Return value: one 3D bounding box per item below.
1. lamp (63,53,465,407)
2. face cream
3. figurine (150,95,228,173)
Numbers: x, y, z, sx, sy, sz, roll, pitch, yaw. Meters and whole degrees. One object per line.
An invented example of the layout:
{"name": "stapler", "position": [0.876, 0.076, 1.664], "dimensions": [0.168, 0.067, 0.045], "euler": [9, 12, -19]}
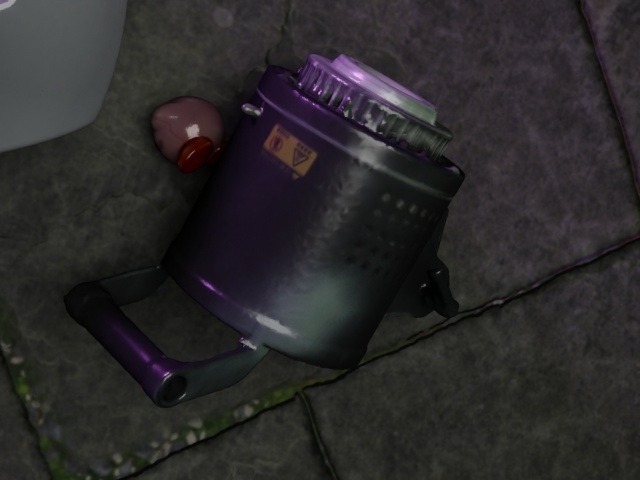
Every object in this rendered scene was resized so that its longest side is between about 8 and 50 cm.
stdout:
{"name": "lamp", "position": [-0.010, -0.031, 1.303], "dimensions": [0.374, 0.205, 0.272], "euler": [-7, 122, -40]}
{"name": "face cream", "position": [-0.318, -0.251, 1.186], "dimensions": [0.313, 0.219, 0.356], "euler": [-11, 106, -8]}
{"name": "figurine", "position": [-0.120, -0.100, 1.358], "dimensions": [0.071, 0.083, 0.067], "euler": [41, 95, 23]}
